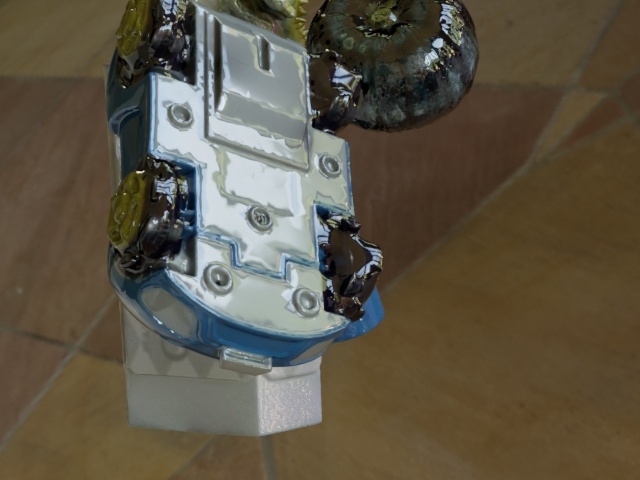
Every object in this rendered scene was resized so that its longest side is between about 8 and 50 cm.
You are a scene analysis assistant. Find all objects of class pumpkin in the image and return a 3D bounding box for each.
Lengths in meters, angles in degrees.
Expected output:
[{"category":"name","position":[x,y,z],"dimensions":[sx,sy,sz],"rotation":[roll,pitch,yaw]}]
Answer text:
[{"category":"pumpkin","position":[0.093,-0.249,1.461],"dimensions":[0.233,0.163,0.233],"rotation":[-7,54,10]}]

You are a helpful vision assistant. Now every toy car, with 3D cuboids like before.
[{"category":"toy car","position":[-0.077,-0.038,0.822],"dimensions":[0.166,0.198,0.314],"rotation":[-40,45,44]}]

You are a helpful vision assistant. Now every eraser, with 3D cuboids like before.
[{"category":"eraser","position":[-0.114,0.004,1.185],"dimensions":[0.213,0.396,0.082],"rotation":[0,5,26]}]

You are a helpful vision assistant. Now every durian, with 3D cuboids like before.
[{"category":"durian","position":[-0.128,-0.407,1.747],"dimensions":[0.166,0.306,0.172],"rotation":[-62,13,-21]}]

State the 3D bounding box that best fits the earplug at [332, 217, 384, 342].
[{"category":"earplug","position":[0.000,0.000,1.610],"dimensions":[0.133,0.272,0.132],"rotation":[-13,20,5]}]
